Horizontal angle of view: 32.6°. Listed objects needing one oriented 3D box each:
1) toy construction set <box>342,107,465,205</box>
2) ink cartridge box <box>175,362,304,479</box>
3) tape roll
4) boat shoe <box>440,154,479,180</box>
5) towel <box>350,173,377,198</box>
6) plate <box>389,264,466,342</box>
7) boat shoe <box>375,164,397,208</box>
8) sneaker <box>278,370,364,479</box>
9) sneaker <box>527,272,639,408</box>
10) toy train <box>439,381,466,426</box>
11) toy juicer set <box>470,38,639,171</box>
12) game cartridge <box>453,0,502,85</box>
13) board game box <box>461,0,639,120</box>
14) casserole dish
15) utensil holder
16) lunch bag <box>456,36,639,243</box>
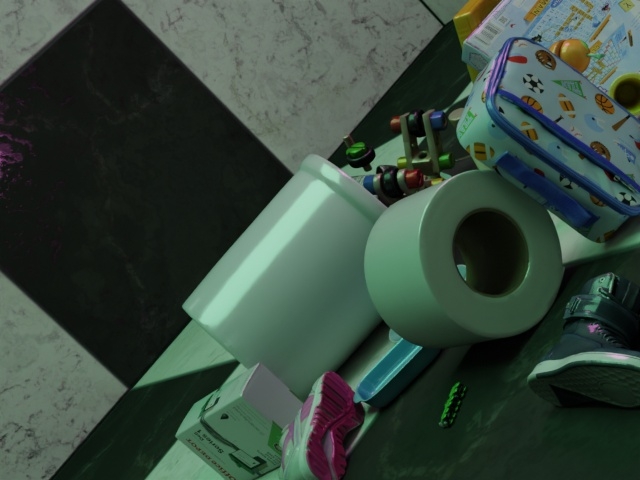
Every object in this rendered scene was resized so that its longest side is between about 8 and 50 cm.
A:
[{"bbox_3d":[0.235,-0.122,2.176,0.309,0.237,0.257,-24,32,10],"label":"toy construction set"},{"bbox_3d":[-0.131,0.336,1.961,0.219,0.160,0.092,-37,15,41],"label":"ink cartridge box"},{"bbox_3d":[0.208,0.032,1.612,0.246,0.246,0.169,-50,12,-25],"label":"tape roll"},{"bbox_3d":[0.236,-0.110,2.335,0.355,0.130,0.132,-35,15,42],"label":"boat shoe"},{"bbox_3d":[0.000,0.000,2.423,0.312,0.056,0.324,-2,62,52],"label":"towel"},{"bbox_3d":[0.196,0.117,1.926,0.188,0.024,0.188,-43,11,11],"label":"plate"},{"bbox_3d":[0.148,-0.051,2.292,0.078,0.070,0.219,-24,68,57],"label":"boat shoe"},{"bbox_3d":[-0.011,0.309,1.767,0.111,0.103,0.252,-37,13,30],"label":"sneaker"},{"bbox_3d":[0.341,0.108,1.253,0.163,0.086,0.226,-51,11,-18],"label":"sneaker"},{"bbox_3d":[0.185,0.233,1.550,0.023,0.017,0.083,-48,6,43],"label":"toy train"},{"bbox_3d":[0.359,-0.179,1.775,0.329,0.209,0.089,-51,0,12],"label":"toy juicer set"},{"bbox_3d":[0.353,-0.315,2.118,0.053,0.323,0.285,-12,19,24],"label":"game cartridge"},{"bbox_3d":[0.469,-0.352,1.915,0.318,0.318,0.066,-47,-18,-15],"label":"board game box"},{"bbox_3d":[0.132,0.207,1.794,0.188,0.037,0.114,-46,11,-1],"label":"casserole dish"},{"bbox_3d":[-0.026,0.083,2.095,0.385,0.327,0.327,-48,11,-6],"label":"utensil holder"},{"bbox_3d":[0.352,-0.143,1.598,0.115,0.303,0.243,-49,12,42],"label":"lunch bag"}]
